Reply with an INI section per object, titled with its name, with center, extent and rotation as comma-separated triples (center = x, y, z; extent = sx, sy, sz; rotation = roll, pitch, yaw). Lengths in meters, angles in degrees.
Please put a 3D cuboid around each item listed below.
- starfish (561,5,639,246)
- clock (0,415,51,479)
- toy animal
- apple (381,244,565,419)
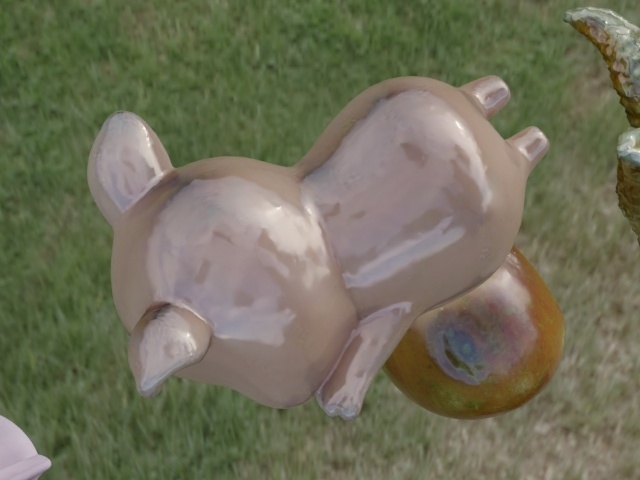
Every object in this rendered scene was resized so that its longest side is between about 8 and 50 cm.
[starfish]
center = 0.115, 0.044, 0.386
extent = 0.053, 0.208, 0.176
rotation = -31, 32, 31
[clock]
center = -0.346, 0.259, 1.312
extent = 0.290, 0.275, 0.080
rotation = 15, 19, 27
[toy animal]
center = -0.001, -0.005, 0.473
extent = 0.150, 0.089, 0.083
rotation = -25, 29, -18
[apple]
center = 0.076, 0.044, 0.875
extent = 0.099, 0.102, 0.114
rotation = -32, 30, -2
